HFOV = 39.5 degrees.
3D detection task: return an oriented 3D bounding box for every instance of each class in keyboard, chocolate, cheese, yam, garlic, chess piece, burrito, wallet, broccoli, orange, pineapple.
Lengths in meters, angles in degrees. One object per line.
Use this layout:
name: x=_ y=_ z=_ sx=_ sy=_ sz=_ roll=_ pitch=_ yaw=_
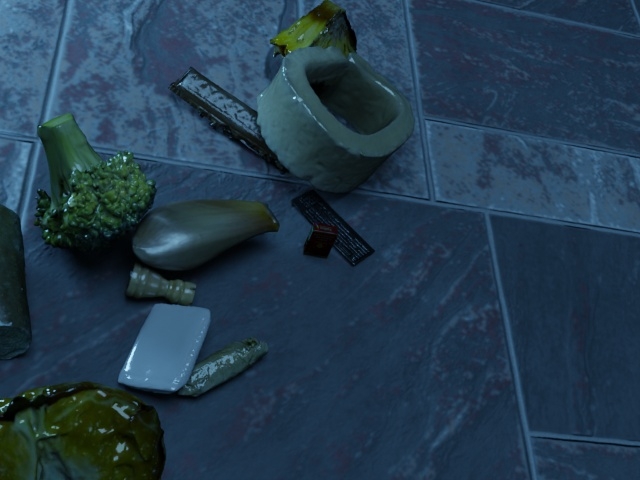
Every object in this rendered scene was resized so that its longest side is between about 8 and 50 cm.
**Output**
keyboard: x=0.027 y=-0.032 z=1.856 sx=0.074 sy=0.015 sz=0.196 roll=-32 pitch=70 yaw=-35
chocolate: x=-0.177 y=-0.269 z=1.934 sx=0.329 sy=0.065 sz=0.102 roll=34 pitch=50 yaw=6
cheese: x=0.037 y=-0.269 z=1.907 sx=0.292 sy=0.153 sz=0.332 roll=53 pitch=40 yaw=9
yam: x=-0.553 y=0.067 z=1.522 sx=0.106 sy=0.106 sz=0.259 roll=-4 pitch=56 yaw=-22
garlic: x=-0.225 y=-0.017 z=1.694 sx=0.318 sy=0.112 sz=0.143 roll=-20 pitch=38 yaw=-31
chess piece: x=-0.291 y=0.086 z=1.626 sx=0.122 sy=0.066 sz=0.066 roll=17 pitch=50 yaw=-11
burrito: x=-0.177 y=0.221 z=1.574 sx=0.188 sy=0.045 sz=0.058 roll=-28 pitch=52 yaw=-30
wallet: x=-0.268 y=0.188 z=1.556 sx=0.124 sy=0.032 sz=0.183 roll=5 pitch=49 yaw=16
broccoli: x=-0.431 y=-0.101 z=1.586 sx=0.247 sy=0.243 sz=0.263 roll=-12 pitch=23 yaw=19
orange: x=-0.415 y=0.351 z=1.280 sx=0.368 sy=0.210 sz=0.271 roll=-15 pitch=89 yaw=-33
pineapple: x=0.002 y=-0.457 z=2.064 sx=0.114 sy=0.186 sz=0.236 roll=35 pitch=29 yaw=33

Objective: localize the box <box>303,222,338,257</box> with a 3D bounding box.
box: x=0.000 y=0.000 z=1.778 sx=0.051 sy=0.082 sz=0.023 roll=11 pitch=51 yaw=-12
